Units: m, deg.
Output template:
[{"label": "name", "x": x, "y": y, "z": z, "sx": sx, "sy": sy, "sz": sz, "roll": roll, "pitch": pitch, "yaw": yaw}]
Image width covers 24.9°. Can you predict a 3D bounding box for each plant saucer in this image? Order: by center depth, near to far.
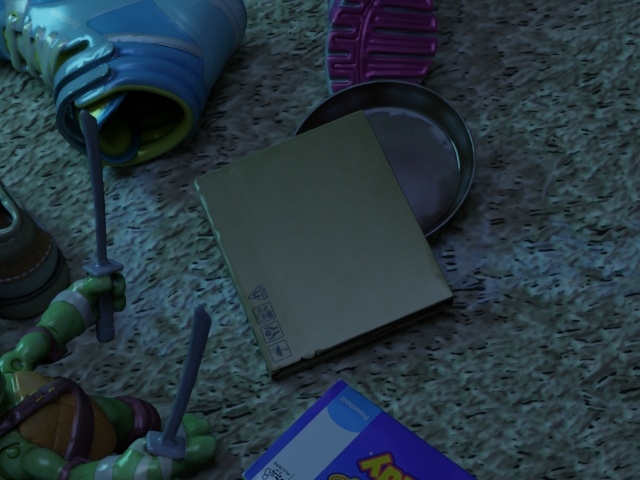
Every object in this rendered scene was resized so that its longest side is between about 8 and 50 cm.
[{"label": "plant saucer", "x": 0.053, "y": -0.062, "z": 1.271, "sx": 0.168, "sy": 0.029, "sz": 0.168, "roll": -5, "pitch": 64, "yaw": 10}]

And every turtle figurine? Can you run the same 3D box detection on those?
[{"label": "turtle figurine", "x": -0.123, "y": 0.111, "z": 1.006, "sx": 0.198, "sy": 0.266, "sz": 0.274, "roll": 26, "pitch": 75, "yaw": 37}]

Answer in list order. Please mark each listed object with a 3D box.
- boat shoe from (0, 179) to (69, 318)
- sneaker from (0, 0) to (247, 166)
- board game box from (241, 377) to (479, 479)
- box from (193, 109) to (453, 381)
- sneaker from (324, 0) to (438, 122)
[{"label": "boat shoe", "x": -0.346, "y": -0.047, "z": 1.290, "sx": 0.302, "sy": 0.103, "sz": 0.113, "roll": 27, "pitch": 60, "yaw": 27}, {"label": "sneaker", "x": -0.244, "y": -0.169, "z": 1.359, "sx": 0.319, "sy": 0.127, "sz": 0.208, "roll": 4, "pitch": 51, "yaw": 13}, {"label": "board game box", "x": 0.090, "y": 0.256, "z": 0.825, "sx": 0.233, "sy": 0.347, "sz": 0.078, "roll": 34, "pitch": 64, "yaw": 31}, {"label": "box", "x": 0.000, "y": 0.000, "z": 1.222, "sx": 0.164, "sy": 0.021, "sz": 0.201, "roll": -23, "pitch": 61, "yaw": -3}, {"label": "sneaker", "x": 0.056, "y": -0.220, "z": 1.374, "sx": 0.103, "sy": 0.111, "sz": 0.252, "roll": 13, "pitch": 74, "yaw": -7}]
